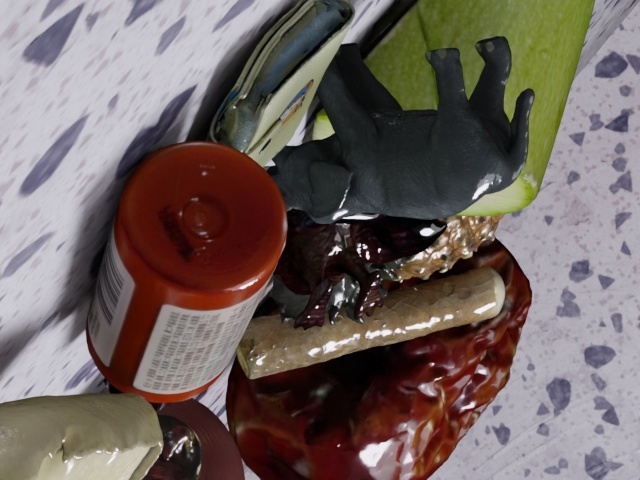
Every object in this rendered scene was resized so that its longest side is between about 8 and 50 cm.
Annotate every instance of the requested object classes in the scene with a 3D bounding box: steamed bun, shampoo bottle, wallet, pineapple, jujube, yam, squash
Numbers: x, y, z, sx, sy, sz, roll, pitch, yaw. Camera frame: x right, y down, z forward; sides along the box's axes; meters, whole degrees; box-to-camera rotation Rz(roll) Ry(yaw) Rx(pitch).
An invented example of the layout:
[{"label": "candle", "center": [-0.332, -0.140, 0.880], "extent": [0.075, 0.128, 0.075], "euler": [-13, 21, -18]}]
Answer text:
[{"label": "steamed bun", "center": [-0.224, 0.176, 1.149], "extent": [0.212, 0.110, 0.231], "euler": [-54, 163, 14]}, {"label": "shampoo bottle", "center": [-0.099, 0.041, 1.218], "extent": [0.104, 0.104, 0.278], "euler": [-46, 173, -27]}, {"label": "wallet", "center": [-0.038, -0.087, 1.194], "extent": [0.110, 0.039, 0.155], "euler": [-50, 175, -30]}, {"label": "pineapple", "center": [0.059, -0.011, 1.904], "extent": [0.278, 0.158, 0.158], "euler": [-31, 165, -30]}, {"label": "jujube", "center": [0.066, 0.130, 2.099], "extent": [0.377, 0.276, 0.276], "euler": [-46, 172, -32]}, {"label": "yam", "center": [0.053, 0.084, 1.953], "extent": [0.299, 0.066, 0.066], "euler": [-13, 164, -11]}, {"label": "squash", "center": [0.124, -0.197, 1.550], "extent": [0.233, 0.210, 0.309], "euler": [95, 7, -76]}]

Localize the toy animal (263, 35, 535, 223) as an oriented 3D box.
[{"label": "toy animal", "center": [0.025, -0.074, 1.321], "extent": [0.269, 0.137, 0.082], "euler": [-9, -168, 20]}]

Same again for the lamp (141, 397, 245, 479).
[{"label": "lamp", "center": [-0.161, 0.223, 1.597], "extent": [0.180, 0.180, 0.258], "euler": [-46, 171, -27]}]

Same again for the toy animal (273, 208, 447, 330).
[{"label": "toy animal", "center": [-0.003, 0.000, 1.667], "extent": [0.218, 0.116, 0.179], "euler": [-17, -157, -20]}]
